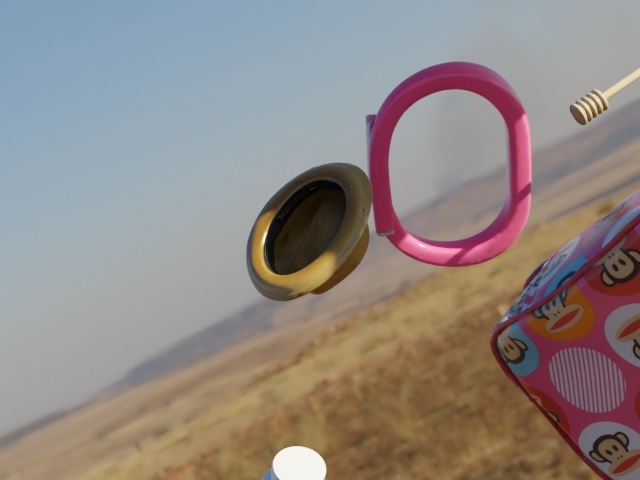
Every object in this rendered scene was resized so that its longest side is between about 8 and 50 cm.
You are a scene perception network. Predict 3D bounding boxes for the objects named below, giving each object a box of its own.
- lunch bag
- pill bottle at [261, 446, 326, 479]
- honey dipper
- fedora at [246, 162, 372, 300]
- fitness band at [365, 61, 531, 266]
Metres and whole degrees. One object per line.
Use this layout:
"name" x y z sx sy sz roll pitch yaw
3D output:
"lunch bag" 0.303 0.083 1.227 0.293 0.258 0.120 -43 2 43
"pill bottle" -0.027 0.249 1.473 0.067 0.067 0.120 -25 -38 -34
"honey dipper" 0.368 -0.193 1.899 0.161 0.030 0.030 -35 1 -13
"fedora" 0.000 0.000 1.918 0.194 0.194 0.079 -24 -44 27
"fitness band" 0.165 -0.091 2.024 0.209 0.291 0.054 -5 32 1
